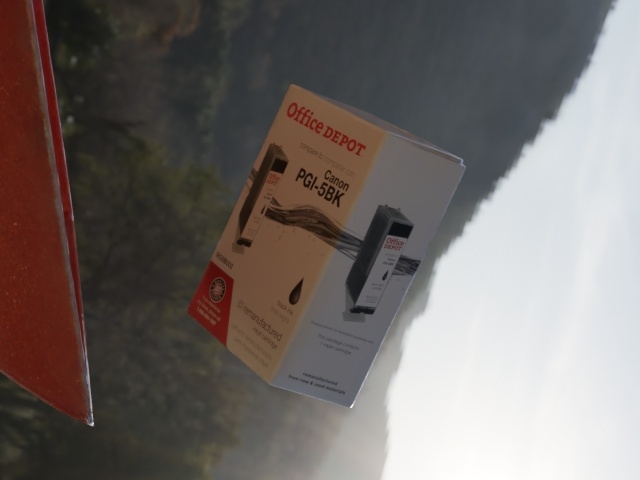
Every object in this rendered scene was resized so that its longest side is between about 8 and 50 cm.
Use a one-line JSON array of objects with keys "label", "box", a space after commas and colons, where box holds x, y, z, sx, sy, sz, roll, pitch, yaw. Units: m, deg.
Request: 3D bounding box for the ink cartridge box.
[{"label": "ink cartridge box", "box": [0.000, 0.000, 0.720, 0.099, 0.056, 0.135, 33, -80, 54]}]

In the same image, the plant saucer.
[{"label": "plant saucer", "box": [-0.146, -0.083, 0.646, 0.258, 0.048, 0.259, -118, -159, -66]}]
